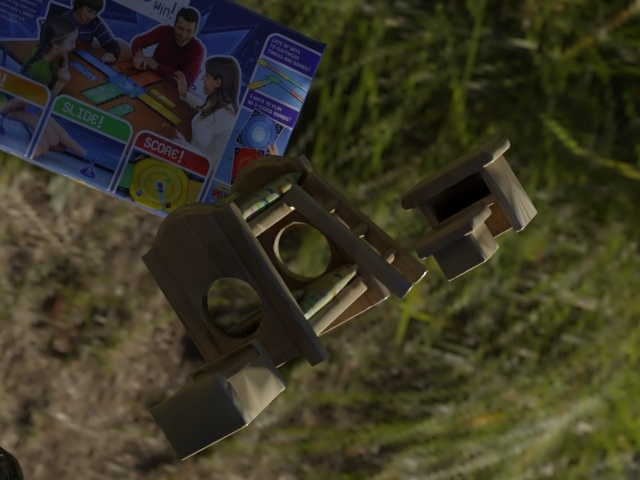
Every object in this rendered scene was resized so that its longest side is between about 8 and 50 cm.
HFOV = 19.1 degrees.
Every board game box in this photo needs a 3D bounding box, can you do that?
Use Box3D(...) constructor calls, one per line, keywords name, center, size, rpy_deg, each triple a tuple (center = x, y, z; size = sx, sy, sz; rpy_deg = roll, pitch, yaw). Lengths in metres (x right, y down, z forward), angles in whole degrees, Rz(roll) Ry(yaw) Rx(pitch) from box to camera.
Box3D(name="board game box", center=(-0.111, -0.094, 1.118), size=(0.201, 0.035, 0.136), rpy_deg=(24, 85, -21))

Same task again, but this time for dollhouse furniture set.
Box3D(name="dollhouse furniture set", center=(0.000, 0.000, 0.931), size=(0.101, 0.161, 0.182), rpy_deg=(58, 24, -3))

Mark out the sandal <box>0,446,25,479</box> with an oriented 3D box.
Box3D(name="sandal", center=(-0.341, 0.260, 1.920), size=(0.054, 0.254, 0.097), rpy_deg=(38, 83, -28))
